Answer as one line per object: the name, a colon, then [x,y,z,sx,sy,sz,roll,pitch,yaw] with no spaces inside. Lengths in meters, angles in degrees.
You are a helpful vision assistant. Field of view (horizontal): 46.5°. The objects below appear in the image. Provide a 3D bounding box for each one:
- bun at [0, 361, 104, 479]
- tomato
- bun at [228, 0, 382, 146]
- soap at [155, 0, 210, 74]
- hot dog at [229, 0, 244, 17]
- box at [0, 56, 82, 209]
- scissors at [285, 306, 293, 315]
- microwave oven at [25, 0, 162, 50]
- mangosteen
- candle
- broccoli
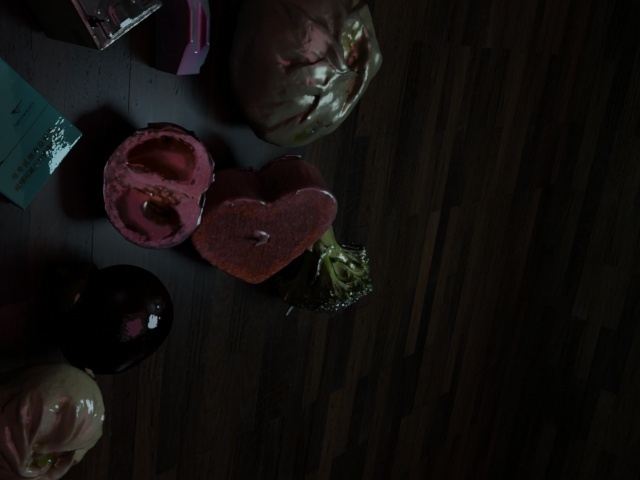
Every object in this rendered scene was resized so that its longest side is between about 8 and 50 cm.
bun: [-0.480,0.317,1.240,0.259,0.160,0.259,-9,137,-9]
tomato: [-0.308,-0.106,1.354,0.199,0.112,0.227,18,94,-32]
bun: [-0.011,-0.355,1.502,0.365,0.219,0.365,-39,142,-39]
soap: [-0.244,-0.370,1.314,0.056,0.100,0.149,-18,122,-46]
hot dog: [-0.147,-0.471,1.443,0.058,0.035,0.083,31,83,-53]
box: [-0.494,-0.174,1.141,0.162,0.041,0.229,-58,143,-15]
scissors: [-0.064,0.157,1.884,0.083,0.006,0.036,-55,143,-19]
microwave oven: [-0.361,-0.420,1.068,0.145,0.194,0.240,-49,137,-27]
mangosteen: [-0.374,0.130,1.328,0.216,0.216,0.216,-27,127,-43]
candle: [-0.133,-0.021,1.531,0.317,0.131,0.287,-7,139,-23]
broccoli: [-0.016,0.014,1.731,0.252,0.221,0.361,-57,132,-26]
